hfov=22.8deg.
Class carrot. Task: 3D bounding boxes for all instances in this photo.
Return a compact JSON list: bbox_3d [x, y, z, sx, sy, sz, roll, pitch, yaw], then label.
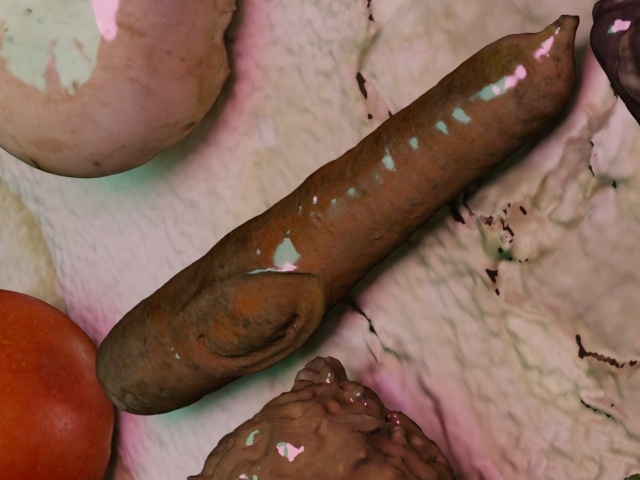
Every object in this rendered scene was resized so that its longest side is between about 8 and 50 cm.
[{"bbox_3d":[0.001,0.000,0.760,0.342,0.070,0.070,-37,62,37],"label":"carrot"}]

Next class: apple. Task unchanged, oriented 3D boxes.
[{"bbox_3d":[-0.203,0.106,0.915,0.163,0.139,0.163,-8,80,47],"label":"apple"}]

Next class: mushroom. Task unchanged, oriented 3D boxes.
[{"bbox_3d":[-0.122,-0.117,0.857,0.166,0.127,0.166,4,100,25],"label":"mushroom"}]

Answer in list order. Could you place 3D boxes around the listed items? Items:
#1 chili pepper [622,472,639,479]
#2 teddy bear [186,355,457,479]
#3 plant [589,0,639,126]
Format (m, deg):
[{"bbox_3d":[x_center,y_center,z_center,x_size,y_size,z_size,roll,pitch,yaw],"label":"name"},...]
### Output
[{"bbox_3d":[0.129,0.217,0.599,0.099,0.083,0.253,-24,67,53],"label":"chili pepper"},{"bbox_3d":[-0.023,0.184,0.709,0.267,0.156,0.256,-118,39,-68],"label":"teddy bear"},{"bbox_3d":[0.185,-0.038,0.496,0.129,0.194,0.132,-46,7,-10],"label":"plant"}]
